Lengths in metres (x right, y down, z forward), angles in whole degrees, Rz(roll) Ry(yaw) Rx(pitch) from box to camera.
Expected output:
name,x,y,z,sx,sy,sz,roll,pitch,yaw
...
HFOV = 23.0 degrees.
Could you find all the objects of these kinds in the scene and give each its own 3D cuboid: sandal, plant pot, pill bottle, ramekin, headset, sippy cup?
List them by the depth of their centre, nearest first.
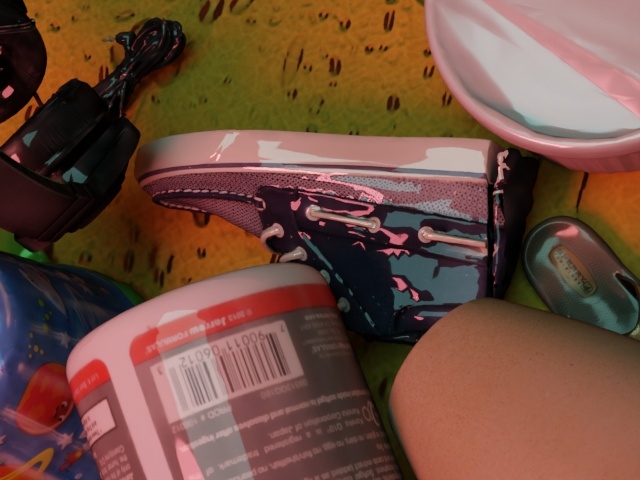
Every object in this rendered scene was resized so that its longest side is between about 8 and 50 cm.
name,x,y,z,sx,sy,sz,roll,pitch,yaw
plant pot,0.185,0.164,1.097,0.256,0.256,0.274,-50,54,-1
pill bottle,-0.034,0.217,1.143,0.210,0.210,0.363,-23,78,11
sandal,0.232,0.059,1.197,0.090,0.060,0.219,-39,65,4
headset,-0.227,-0.125,1.237,0.185,0.394,0.243,-42,82,10
ramekin,0.226,-0.176,1.238,0.272,0.127,0.273,-6,71,17
sippy cup,-0.267,0.106,1.266,0.305,0.224,0.240,35,86,26

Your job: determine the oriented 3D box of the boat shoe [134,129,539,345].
name,x,y,z,sx,sy,sz,roll,pitch,yaw
boat shoe,0.000,0.000,1.263,0.340,0.127,0.158,2,82,23
